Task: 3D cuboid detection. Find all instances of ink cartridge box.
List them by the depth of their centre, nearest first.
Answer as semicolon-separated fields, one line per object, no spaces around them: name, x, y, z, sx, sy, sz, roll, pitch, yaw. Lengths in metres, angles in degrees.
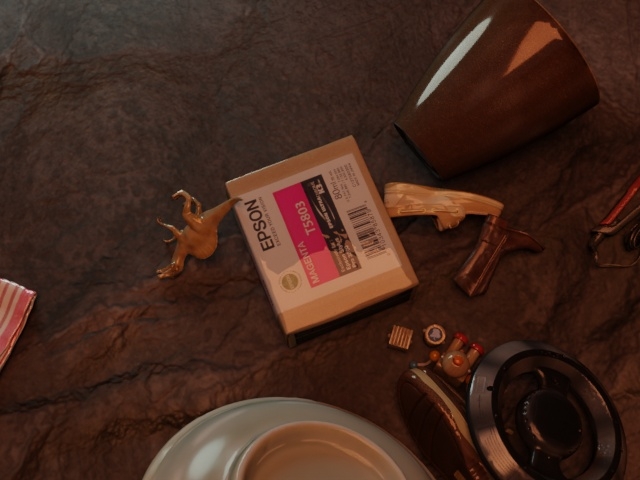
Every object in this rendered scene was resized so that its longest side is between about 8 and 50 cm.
ink cartridge box;0.000;0.000;1.172;0.193;0.088;0.235;-22;74;-7

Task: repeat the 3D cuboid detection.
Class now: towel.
towel;-0.506;0.101;1.178;0.197;0.029;0.144;20;73;7

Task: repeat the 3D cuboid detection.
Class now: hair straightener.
hair straightener;0.462;-0.043;1.198;0.089;0.047;0.230;41;77;13

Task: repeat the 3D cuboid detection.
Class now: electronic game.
electronic game;0.286;0.232;1.077;0.229;0.048;0.229;12;55;-18

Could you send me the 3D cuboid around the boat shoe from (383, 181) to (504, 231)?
boat shoe;0.170;-0.042;1.201;0.170;0.063;0.059;8;88;0

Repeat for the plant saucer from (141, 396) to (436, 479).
plant saucer;-0.006;0.314;0.956;0.400;0.100;0.400;12;39;-10

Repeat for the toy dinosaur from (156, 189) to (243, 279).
toy dinosaur;-0.168;-0.023;1.183;0.183;0.053;0.092;-45;70;24

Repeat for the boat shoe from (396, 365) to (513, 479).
boat shoe;0.199;0.266;1.095;0.095;0.095;0.257;-21;69;-36

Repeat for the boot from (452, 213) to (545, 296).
boot;0.245;0.034;1.184;0.106;0.037;0.114;26;88;-16

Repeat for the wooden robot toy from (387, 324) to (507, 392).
wooden robot toy;0.173;0.151;1.124;0.173;0.079;0.076;32;76;10

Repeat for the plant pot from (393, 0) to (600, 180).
plant pot;0.222;-0.196;1.186;0.230;0.215;0.215;-39;75;4
